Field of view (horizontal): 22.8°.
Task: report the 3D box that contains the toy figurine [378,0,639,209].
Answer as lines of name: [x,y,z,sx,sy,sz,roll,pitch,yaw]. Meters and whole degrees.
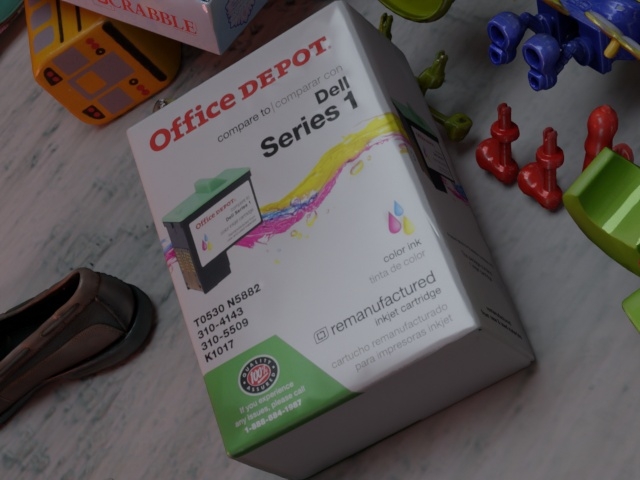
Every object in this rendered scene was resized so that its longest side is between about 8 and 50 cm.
toy figurine: [0.207,-0.163,1.165,0.217,0.191,0.362,-28,42,-22]

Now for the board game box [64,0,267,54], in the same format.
board game box: [-0.137,-0.332,1.432,0.318,0.066,0.318,22,57,25]

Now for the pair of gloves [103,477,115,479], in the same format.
pair of gloves: [-0.136,0.277,1.082,0.204,0.042,0.240,11,51,34]

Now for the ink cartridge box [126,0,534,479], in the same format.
ink cartridge box: [0.000,0.000,1.136,0.201,0.117,0.278,-29,62,17]

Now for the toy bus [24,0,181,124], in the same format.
toy bus: [-0.218,-0.277,1.543,0.130,0.108,0.333,-31,47,18]

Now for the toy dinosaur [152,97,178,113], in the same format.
toy dinosaur: [-0.054,-0.035,1.292,0.118,0.064,0.268,-38,50,13]

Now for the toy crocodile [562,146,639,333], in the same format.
toy crocodile: [0.251,0.065,0.885,0.115,0.105,0.341,-40,45,13]

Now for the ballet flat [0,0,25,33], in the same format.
ballet flat: [-0.363,-0.224,1.639,0.221,0.077,0.079,-58,11,-5]

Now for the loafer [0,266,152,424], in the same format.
loafer: [-0.270,0.092,1.338,0.267,0.084,0.096,-27,48,19]
